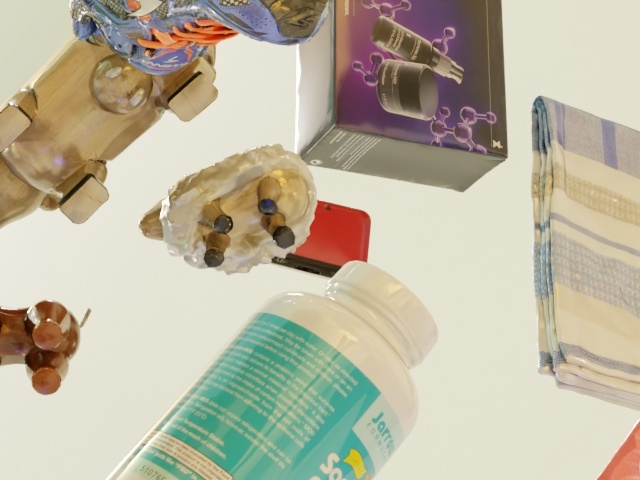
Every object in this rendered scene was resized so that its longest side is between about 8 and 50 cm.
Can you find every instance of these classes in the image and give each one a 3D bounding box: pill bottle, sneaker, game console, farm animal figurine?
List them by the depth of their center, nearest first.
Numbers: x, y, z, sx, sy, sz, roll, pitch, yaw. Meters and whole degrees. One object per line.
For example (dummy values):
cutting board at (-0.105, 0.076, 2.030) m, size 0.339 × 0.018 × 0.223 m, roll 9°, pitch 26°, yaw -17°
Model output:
sneaker at (-0.067, -0.125, 0.761) m, size 0.221 × 0.083 × 0.087 m, roll 28°, pitch -67°, yaw 54°
farm animal figurine at (-0.206, -0.082, 0.984) m, size 0.327 × 0.330 × 0.172 m, roll -26°, pitch -163°, yaw -1°
pill bottle at (-0.028, 0.137, 1.054) m, size 0.264 × 0.146 × 0.146 m, roll -48°, pitch -153°, yaw -22°
game console at (0.000, 0.000, 1.754) m, size 0.144 × 0.124 × 0.085 m, roll 14°, pitch -93°, yaw 18°

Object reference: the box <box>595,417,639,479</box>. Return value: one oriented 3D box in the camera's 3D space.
box at (0.298, 0.147, 0.977) m, size 0.154 × 0.142 × 0.300 m, roll 46°, pitch -50°, yaw 25°

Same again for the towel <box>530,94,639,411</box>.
towel at (0.267, 0.017, 1.237) m, size 0.034 × 0.209 × 0.285 m, roll -47°, pitch -147°, yaw 48°

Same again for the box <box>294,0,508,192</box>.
box at (0.078, -0.195, 1.434) m, size 0.103 × 0.184 × 0.261 m, roll 143°, pitch -48°, yaw -58°
